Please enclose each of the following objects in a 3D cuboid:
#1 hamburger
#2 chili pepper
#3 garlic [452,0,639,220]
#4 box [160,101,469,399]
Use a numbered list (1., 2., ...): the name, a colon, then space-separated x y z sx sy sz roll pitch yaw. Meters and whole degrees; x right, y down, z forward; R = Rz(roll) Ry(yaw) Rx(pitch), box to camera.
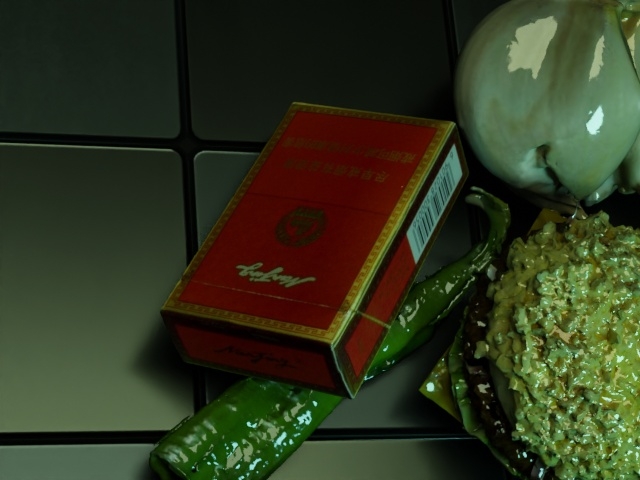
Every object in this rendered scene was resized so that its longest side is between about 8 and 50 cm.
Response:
1. hamburger: 0.225 0.101 1.200 0.262 0.139 0.243 38 70 -13
2. chili pepper: 0.017 0.088 1.198 0.359 0.076 0.085 -40 103 -21
3. garlic: 0.228 -0.116 1.294 0.281 0.185 0.203 -6 96 -39
4. box: 0.000 0.001 1.176 0.153 0.074 0.240 12 52 24
